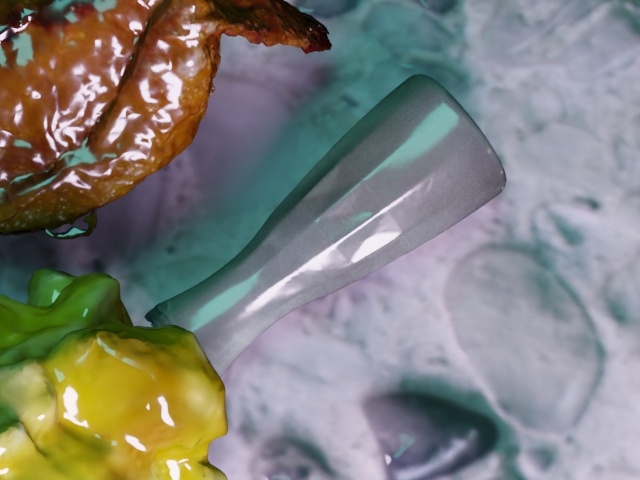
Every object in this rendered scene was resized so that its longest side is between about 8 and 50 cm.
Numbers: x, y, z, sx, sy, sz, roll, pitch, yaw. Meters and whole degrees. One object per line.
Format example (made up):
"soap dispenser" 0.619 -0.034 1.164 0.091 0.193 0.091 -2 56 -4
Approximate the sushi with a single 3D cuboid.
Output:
"sushi" -0.157 -0.103 0.882 0.296 0.179 0.167 -32 104 6

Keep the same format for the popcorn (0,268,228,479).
"popcorn" -0.153 0.110 0.753 0.236 0.206 0.252 -1 43 30

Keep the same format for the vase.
"vase" 0.000 0.000 0.847 0.214 0.086 0.086 -38 61 -4
